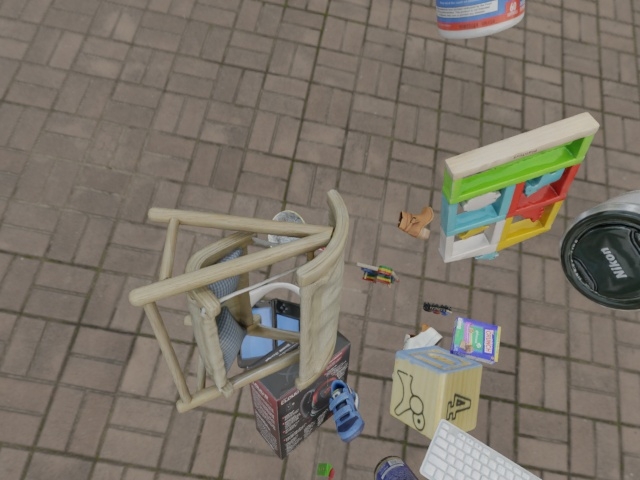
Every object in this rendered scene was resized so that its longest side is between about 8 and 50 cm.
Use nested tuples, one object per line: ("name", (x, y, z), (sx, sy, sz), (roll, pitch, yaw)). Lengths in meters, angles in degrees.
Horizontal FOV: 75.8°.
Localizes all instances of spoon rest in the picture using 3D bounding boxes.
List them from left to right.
("spoon rest", (-0.161, 0.145, 1.008), (0.277, 0.137, 0.084), (2, 83, -15))

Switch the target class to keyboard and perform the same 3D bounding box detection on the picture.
("keyboard", (0.245, 0.313, 0.482), (0.256, 0.014, 0.072), (29, 55, 13))

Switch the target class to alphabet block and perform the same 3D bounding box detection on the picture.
("alphabet block", (0.342, 0.445, 1.228), (0.194, 0.192, 0.197), (3, 95, -34))

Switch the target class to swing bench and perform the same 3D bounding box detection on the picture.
("swing bench", (-0.084, 0.086, 0.564), (0.255, 0.253, 0.165), (-5, 43, -8))

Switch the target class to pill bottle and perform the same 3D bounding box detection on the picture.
("pill bottle", (0.263, 0.790, 1.291), (0.123, 0.219, 0.122), (-1, 94, -15))
("pill bottle", (0.215, -0.409, 0.561), (0.124, 0.221, 0.124), (-12, 37, 9))

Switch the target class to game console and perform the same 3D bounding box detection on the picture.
("game console", (-0.206, 0.405, 1.712), (0.173, 0.250, 0.293), (-13, 105, -50))

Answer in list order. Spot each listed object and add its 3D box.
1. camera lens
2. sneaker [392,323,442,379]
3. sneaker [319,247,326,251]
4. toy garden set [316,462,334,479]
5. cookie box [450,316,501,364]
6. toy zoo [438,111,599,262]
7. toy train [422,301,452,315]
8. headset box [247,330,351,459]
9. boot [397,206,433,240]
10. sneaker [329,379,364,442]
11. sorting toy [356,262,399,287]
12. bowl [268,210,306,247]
("camera lens", (0.660, 0.012, 0.864), (0.274, 0.219, 0.219), (-17, 74, -37))
("sneaker", (0.396, 0.486, 1.804), (0.123, 0.106, 0.290), (44, 100, 27))
("sneaker", (0.000, 0.000, 1.872), (0.042, 0.067, 0.118), (-7, 57, -48))
("toy garden set", (0.023, 0.957, 1.506), (0.049, 0.204, 0.244), (19, 58, -10))
("cookie box", (0.389, 0.251, 1.033), (0.107, 0.040, 0.091), (12, 66, 10))
("toy zoo", (0.283, -0.050, 0.641), (0.192, 0.293, 0.030), (-18, 57, 3))
("toy train", (0.417, 0.247, 1.478), (0.027, 0.158, 0.036), (25, 79, -16))
("headset box", (-0.045, 0.336, 0.961), (0.218, 0.293, 0.110), (-30, 48, -32))
("boot", (0.434, -0.104, 1.888), (0.152, 0.073, 0.197), (22, 53, -9))
("sneaker", (0.043, 0.312, 0.760), (0.053, 0.144, 0.059), (-33, 101, 3))
("sorting toy", (0.202, 0.129, 1.462), (0.132, 0.274, 0.046), (14, 80, 21))
("bowl", (-0.096, -0.020, 1.461), (0.170, 0.080, 0.170), (1, 91, 34))
